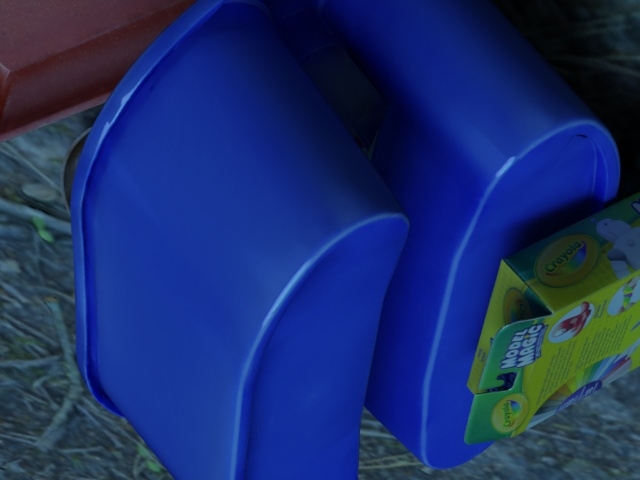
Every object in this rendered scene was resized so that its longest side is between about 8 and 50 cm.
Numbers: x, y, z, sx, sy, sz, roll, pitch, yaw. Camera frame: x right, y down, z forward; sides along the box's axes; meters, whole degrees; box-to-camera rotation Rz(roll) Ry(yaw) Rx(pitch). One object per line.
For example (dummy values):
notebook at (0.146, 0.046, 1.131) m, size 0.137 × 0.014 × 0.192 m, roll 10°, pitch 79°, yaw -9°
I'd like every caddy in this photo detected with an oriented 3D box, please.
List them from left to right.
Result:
caddy at (0.000, 0.000, 0.849) m, size 0.179 × 0.241 × 0.341 m, roll 49°, pitch 150°, yaw 29°

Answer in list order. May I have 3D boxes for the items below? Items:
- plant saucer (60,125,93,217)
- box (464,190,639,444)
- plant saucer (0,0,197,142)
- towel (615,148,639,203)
plant saucer at (-0.072, -0.023, 1.012) m, size 0.168 × 0.029 × 0.168 m, roll 11°, pitch 139°, yaw 9°
box at (0.141, 0.029, 0.828) m, size 0.043 × 0.179 × 0.105 m, roll 48°, pitch 149°, yaw 29°
plant saucer at (-0.160, -0.182, 0.854) m, size 0.259 × 0.047 × 0.258 m, roll -16°, pitch 129°, yaw 36°
towel at (0.329, -0.046, 0.797) m, size 0.271 × 0.040 × 0.370 m, roll 33°, pitch 141°, yaw -3°
